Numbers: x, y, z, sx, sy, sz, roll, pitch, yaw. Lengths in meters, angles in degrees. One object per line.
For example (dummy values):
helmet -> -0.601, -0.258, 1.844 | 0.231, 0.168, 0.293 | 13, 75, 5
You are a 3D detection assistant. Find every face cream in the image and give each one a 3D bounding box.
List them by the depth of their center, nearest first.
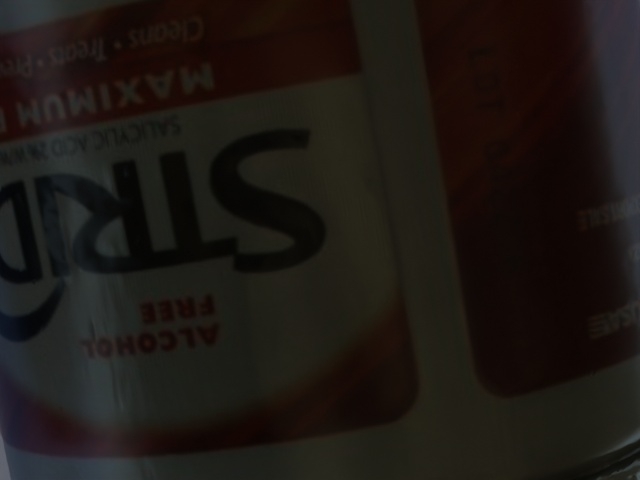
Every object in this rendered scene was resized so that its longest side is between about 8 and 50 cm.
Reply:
face cream -> 0.000, 0.000, 0.421 | 0.201, 0.201, 0.187 | -11, -85, -16
